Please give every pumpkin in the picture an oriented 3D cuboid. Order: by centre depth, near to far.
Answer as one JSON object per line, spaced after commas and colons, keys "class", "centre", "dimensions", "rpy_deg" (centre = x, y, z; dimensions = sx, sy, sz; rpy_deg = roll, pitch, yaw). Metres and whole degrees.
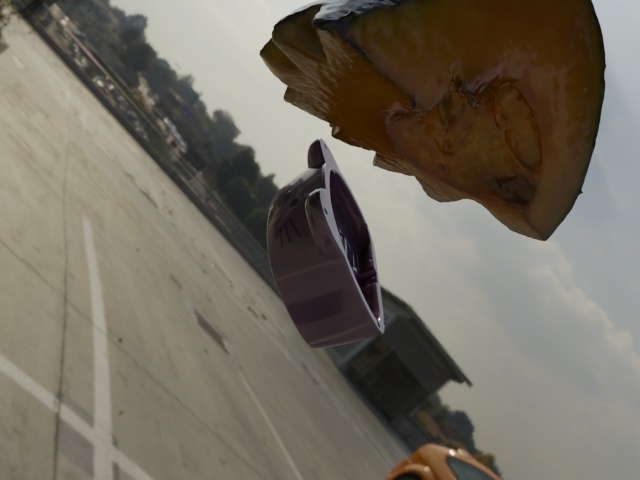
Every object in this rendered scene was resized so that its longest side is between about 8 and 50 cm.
{"class": "pumpkin", "centre": [0.082, -0.120, 0.449], "dimensions": [0.254, 0.149, 0.130], "rpy_deg": [31, -2, -38]}

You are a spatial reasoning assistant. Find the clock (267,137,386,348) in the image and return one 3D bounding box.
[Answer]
{"class": "clock", "centre": [0.000, 0.000, 0.481], "dimensions": [0.152, 0.050, 0.110], "rpy_deg": [-90, 155, -60]}
